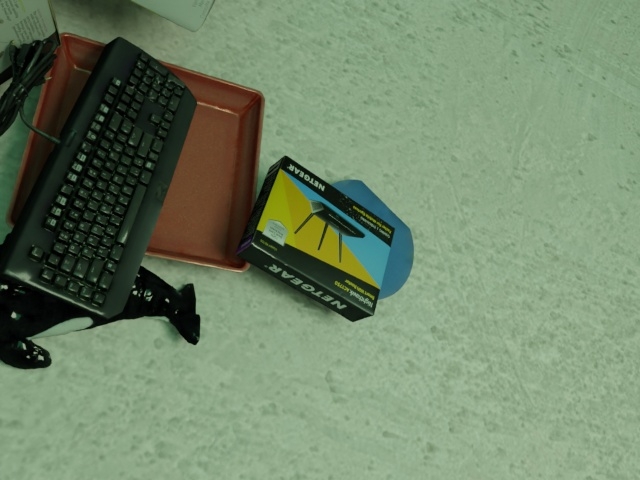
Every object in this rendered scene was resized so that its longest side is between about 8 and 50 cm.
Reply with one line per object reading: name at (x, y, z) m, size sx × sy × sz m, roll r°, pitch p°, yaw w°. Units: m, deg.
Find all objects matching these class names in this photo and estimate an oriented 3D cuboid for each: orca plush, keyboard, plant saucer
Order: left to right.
orca plush at (-0.259, 0.059, 0.638) m, size 0.287 × 0.102 × 0.151 m, roll 20°, pitch 66°, yaw -18°
keyboard at (-0.245, -0.094, 0.634) m, size 0.202 × 0.033 × 0.317 m, roll 28°, pitch 53°, yaw -26°
plant saucer at (-0.203, -0.096, 0.736) m, size 0.259 × 0.048 × 0.259 m, roll 12°, pitch 64°, yaw -21°

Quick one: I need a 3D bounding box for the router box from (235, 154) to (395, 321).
router box at (0.000, 0.000, 0.755) m, size 0.179 × 0.046 × 0.133 m, roll 31°, pitch 56°, yaw -22°

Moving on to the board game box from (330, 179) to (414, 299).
board game box at (0.051, 0.000, 0.844) m, size 0.169 × 0.033 × 0.133 m, roll 43°, pitch 56°, yaw -13°

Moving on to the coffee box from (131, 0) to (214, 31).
coffee box at (-0.190, -0.497, 0.651) m, size 0.335 × 0.337 × 0.338 m, roll 24°, pitch 39°, yaw -16°

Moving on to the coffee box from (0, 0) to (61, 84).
coffee box at (-0.435, -0.199, 0.607) m, size 0.168 × 0.119 × 0.297 m, roll 36°, pitch 61°, yaw 10°
